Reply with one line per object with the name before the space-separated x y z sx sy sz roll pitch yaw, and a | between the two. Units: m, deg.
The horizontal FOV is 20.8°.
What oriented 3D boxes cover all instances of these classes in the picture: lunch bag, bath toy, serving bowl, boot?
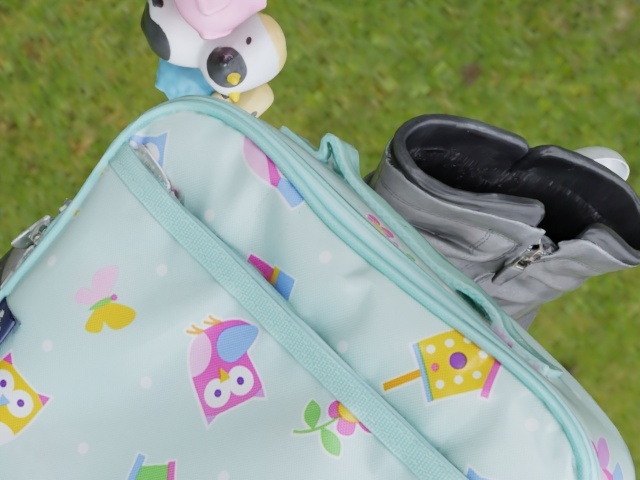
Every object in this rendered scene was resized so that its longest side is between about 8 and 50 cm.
lunch bag | -0.021 0.079 0.738 0.224 0.279 0.108 -53 158 12
bath toy | -0.113 -0.234 1.664 0.151 0.129 0.348 10 149 10
serving bowl | 0.248 -0.065 1.646 0.083 0.027 0.083 -11 152 -6
boot | 0.000 0.000 0.982 0.338 0.118 0.223 4 148 -27
